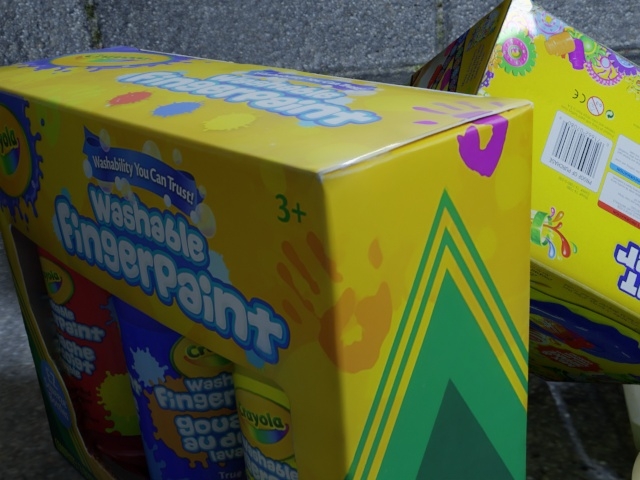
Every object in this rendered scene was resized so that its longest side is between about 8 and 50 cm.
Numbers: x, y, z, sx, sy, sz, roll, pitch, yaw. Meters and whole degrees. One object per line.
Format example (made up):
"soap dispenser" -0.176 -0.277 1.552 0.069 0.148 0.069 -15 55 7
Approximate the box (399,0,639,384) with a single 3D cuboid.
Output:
"box" 0.183 -0.013 0.679 0.289 0.177 0.279 26 -15 -12

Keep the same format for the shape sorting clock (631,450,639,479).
"shape sorting clock" 0.318 0.162 0.535 0.206 0.040 0.206 -22 15 6

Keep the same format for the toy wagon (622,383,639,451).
"toy wagon" 0.436 0.107 0.671 0.344 0.068 0.267 -11 33 18

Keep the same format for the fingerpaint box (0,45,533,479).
"fingerpaint box" -0.077 0.065 0.590 0.163 0.371 0.444 -22 29 -36
